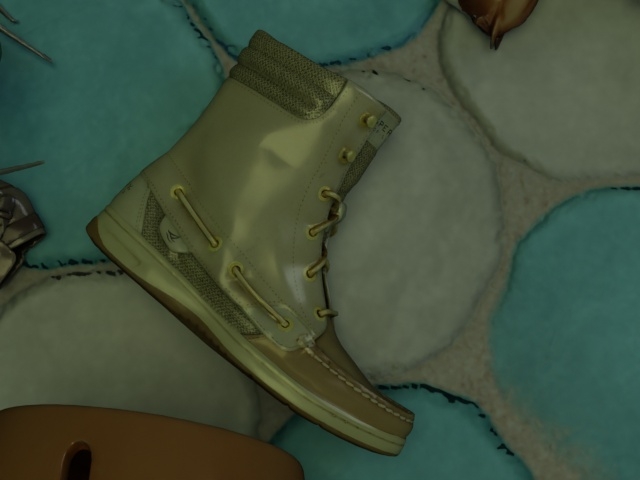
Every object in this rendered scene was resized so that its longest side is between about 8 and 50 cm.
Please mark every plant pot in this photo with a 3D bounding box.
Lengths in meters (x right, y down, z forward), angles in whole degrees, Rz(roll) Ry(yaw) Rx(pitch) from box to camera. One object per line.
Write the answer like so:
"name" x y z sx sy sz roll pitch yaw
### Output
"plant pot" -0.123 0.220 0.672 0.291 0.291 0.203 6 69 2

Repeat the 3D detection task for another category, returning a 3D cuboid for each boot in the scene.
"boot" 0.000 0.000 0.770 0.262 0.095 0.203 38 85 9
"boot" -0.257 0.004 0.799 0.087 0.042 0.118 43 87 2

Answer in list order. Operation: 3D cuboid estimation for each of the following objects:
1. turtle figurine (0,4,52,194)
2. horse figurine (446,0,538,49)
"turtle figurine" -0.288 -0.125 0.773 0.234 0.118 0.175 7 65 16
"horse figurine" 0.151 -0.291 0.807 0.174 0.066 0.263 44 89 10
